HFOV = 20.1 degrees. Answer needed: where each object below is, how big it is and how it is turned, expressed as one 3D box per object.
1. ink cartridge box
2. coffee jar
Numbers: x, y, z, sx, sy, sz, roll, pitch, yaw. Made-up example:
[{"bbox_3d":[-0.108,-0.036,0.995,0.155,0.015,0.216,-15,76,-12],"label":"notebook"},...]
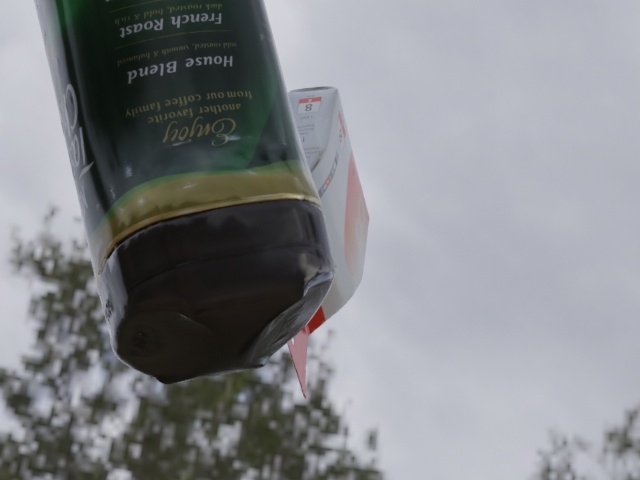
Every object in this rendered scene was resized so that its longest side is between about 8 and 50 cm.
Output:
[{"bbox_3d":[0.000,0.000,1.299,0.045,0.179,0.145,-5,-43,9],"label":"ink cartridge box"},{"bbox_3d":[-0.052,-0.046,0.637,0.079,0.184,0.096,-10,-20,-15],"label":"coffee jar"}]
